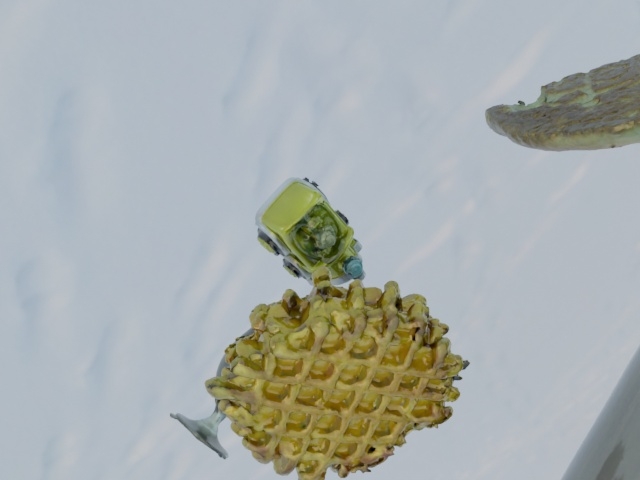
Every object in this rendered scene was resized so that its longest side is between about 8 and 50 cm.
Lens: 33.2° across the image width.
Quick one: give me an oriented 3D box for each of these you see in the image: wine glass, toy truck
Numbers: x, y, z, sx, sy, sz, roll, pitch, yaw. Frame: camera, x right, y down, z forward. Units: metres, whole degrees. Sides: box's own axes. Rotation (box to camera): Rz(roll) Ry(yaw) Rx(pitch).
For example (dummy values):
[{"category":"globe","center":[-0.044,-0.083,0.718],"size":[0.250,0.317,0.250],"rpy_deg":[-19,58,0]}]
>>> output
[{"category":"wine glass","center":[-0.101,0.192,1.505],"size":[0.222,0.103,0.103],"rpy_deg":[-50,159,-7]},{"category":"toy truck","center":[0.000,0.000,0.975],"size":[0.076,0.077,0.111],"rpy_deg":[-50,124,-10]}]

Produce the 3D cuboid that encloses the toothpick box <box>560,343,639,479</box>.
[{"category":"toothpick box","center":[0.354,0.177,0.923],"size":[0.316,0.229,0.229],"rpy_deg":[-57,161,-10]}]

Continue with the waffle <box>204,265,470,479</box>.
[{"category":"waffle","center":[0.015,0.114,0.870],"size":[0.193,0.070,0.197],"rpy_deg":[-36,125,12]}]

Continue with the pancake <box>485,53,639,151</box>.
[{"category":"pancake","center":[0.338,-0.155,1.219],"size":[0.197,0.377,0.054],"rpy_deg":[-43,119,-30]}]
